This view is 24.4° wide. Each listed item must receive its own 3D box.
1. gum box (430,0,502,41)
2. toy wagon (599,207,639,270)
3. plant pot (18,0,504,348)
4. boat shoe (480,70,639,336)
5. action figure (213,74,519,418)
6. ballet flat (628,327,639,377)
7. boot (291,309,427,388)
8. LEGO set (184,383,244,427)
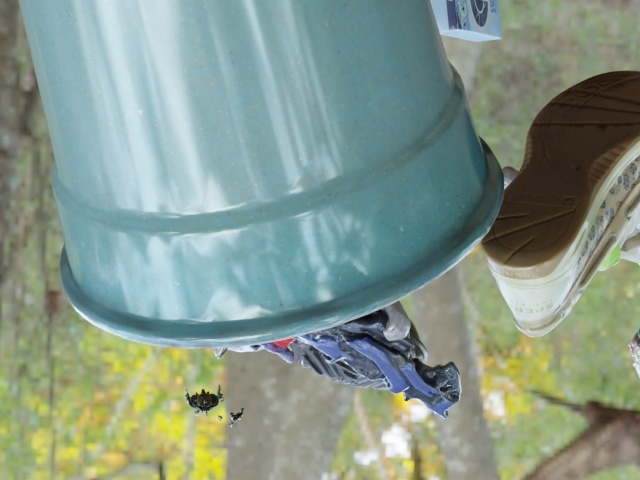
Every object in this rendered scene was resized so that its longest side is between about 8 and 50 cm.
[{"bbox_3d":[0.183,-0.341,1.910,0.041,0.157,0.184,-4,-178,24],"label":"gum box"},{"bbox_3d":[0.390,-0.056,1.549,0.267,0.068,0.344,-23,152,-20],"label":"toy wagon"},{"bbox_3d":[-0.066,-0.156,1.034,0.341,0.334,0.341,-11,-150,6],"label":"plant pot"},{"bbox_3d":[0.217,-0.042,1.238,0.105,0.089,0.285,12,-134,34],"label":"boat shoe"},{"bbox_3d":[0.037,0.007,1.366,0.341,0.330,0.178,42,-162,-33],"label":"action figure"},{"bbox_3d":[0.463,0.141,1.639,0.241,0.077,0.091,6,-155,28],"label":"ballet flat"},{"bbox_3d":[0.001,-0.002,1.760,0.348,0.260,0.131,31,143,-13],"label":"boot"},{"bbox_3d":[-0.136,0.208,1.839,0.054,0.023,0.083,-29,-121,-32],"label":"LEGO set"}]
